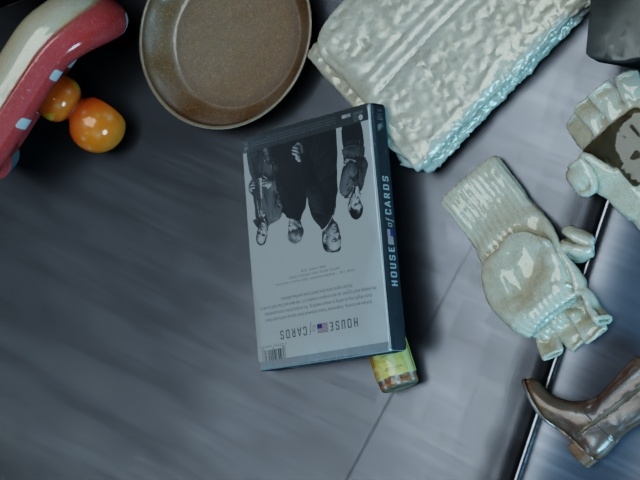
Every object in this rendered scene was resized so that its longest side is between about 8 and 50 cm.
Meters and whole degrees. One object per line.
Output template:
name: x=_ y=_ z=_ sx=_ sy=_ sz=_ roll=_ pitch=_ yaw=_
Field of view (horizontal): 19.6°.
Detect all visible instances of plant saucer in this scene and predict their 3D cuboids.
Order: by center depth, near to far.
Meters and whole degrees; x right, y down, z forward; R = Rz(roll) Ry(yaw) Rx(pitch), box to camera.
plant saucer: x=-0.092 y=-0.210 z=1.893 sx=0.198 sy=0.036 sz=0.199 roll=-2 pitch=84 yaw=24

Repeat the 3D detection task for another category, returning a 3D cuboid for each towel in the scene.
towel: x=0.134 y=-0.217 z=1.784 sx=0.282 sy=0.049 sz=0.187 roll=-44 pitch=71 yaw=14

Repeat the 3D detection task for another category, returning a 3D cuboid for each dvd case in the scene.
dvd case: x=0.000 y=0.000 z=1.804 sx=0.179 sy=0.029 sz=0.239 roll=-12 pitch=80 yaw=42

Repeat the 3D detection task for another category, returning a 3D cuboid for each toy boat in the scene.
toy boat: x=-0.270 y=-0.149 z=1.932 sx=0.151 sy=0.151 sz=0.231 roll=34 pitch=102 yaw=-7

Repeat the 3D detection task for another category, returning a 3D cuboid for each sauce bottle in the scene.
sauce bottle: x=0.059 y=0.083 z=1.794 sx=0.042 sy=0.042 sz=0.128 roll=-23 pitch=74 yaw=21

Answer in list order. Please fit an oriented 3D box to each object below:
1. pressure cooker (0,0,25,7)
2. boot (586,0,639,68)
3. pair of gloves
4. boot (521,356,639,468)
pressure cooker: x=-0.351 y=-0.492 z=1.854 sx=0.370 sy=0.375 sz=0.420 roll=-36 pitch=72 yaw=21
boot: x=0.422 y=-0.359 z=1.601 sx=0.367 sy=0.146 sz=0.445 roll=4 pitch=84 yaw=31
pair of gloves: x=0.244 y=-0.020 z=1.716 sx=0.240 sy=0.042 sz=0.204 roll=-33 pitch=73 yaw=20
boot: x=0.256 y=0.136 z=1.698 sx=0.114 sy=0.037 sz=0.106 roll=-44 pitch=83 yaw=19
